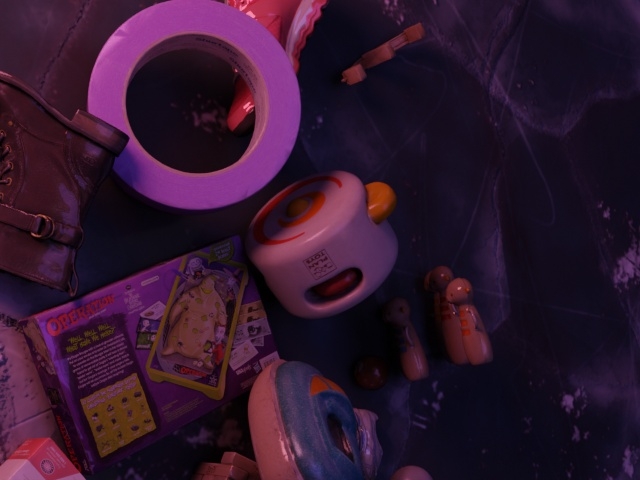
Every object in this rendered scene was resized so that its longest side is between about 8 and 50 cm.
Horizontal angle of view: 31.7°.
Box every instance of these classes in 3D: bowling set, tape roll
[{"bbox_3d":[0.136,0.130,1.691,0.199,0.287,0.154,-16,85,-6],"label":"bowling set"},{"bbox_3d":[-0.167,-0.173,1.482,0.274,0.090,0.275,1,86,-13],"label":"tape roll"}]

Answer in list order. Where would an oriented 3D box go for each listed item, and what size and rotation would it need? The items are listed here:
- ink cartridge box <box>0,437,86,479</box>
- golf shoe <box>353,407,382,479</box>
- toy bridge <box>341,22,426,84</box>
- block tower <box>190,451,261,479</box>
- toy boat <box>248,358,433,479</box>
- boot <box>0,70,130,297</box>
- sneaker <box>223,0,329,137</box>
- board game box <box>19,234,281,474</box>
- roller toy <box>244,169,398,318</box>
[{"bbox_3d":[-0.364,0.341,1.320,0.198,0.067,0.115,-47,111,-35],"label":"ink cartridge box"},{"bbox_3d":[0.068,0.336,1.668,0.086,0.069,0.176,2,82,-45],"label":"golf shoe"},{"bbox_3d":[0.091,-0.293,1.794,0.188,0.063,0.026,-39,106,-37],"label":"toy bridge"},{"bbox_3d":[-0.154,0.447,1.453,0.091,0.097,0.335,33,65,-30],"label":"block tower"},{"bbox_3d":[0.029,0.290,1.510,0.318,0.148,0.267,51,14,-37],"label":"toy boat"},{"bbox_3d":[-0.376,-0.072,1.357,0.263,0.091,0.229,25,86,-2],"label":"boot"},{"bbox_3d":[-0.094,-0.290,1.639,0.136,0.116,0.314,28,62,-15],"label":"sneaker"},{"bbox_3d":[-0.207,0.139,1.473,0.347,0.056,0.208,-23,101,-45],"label":"board game box"},{"bbox_3d":[0.000,0.000,1.575,0.191,0.209,0.146,-52,124,-29],"label":"roller toy"}]
